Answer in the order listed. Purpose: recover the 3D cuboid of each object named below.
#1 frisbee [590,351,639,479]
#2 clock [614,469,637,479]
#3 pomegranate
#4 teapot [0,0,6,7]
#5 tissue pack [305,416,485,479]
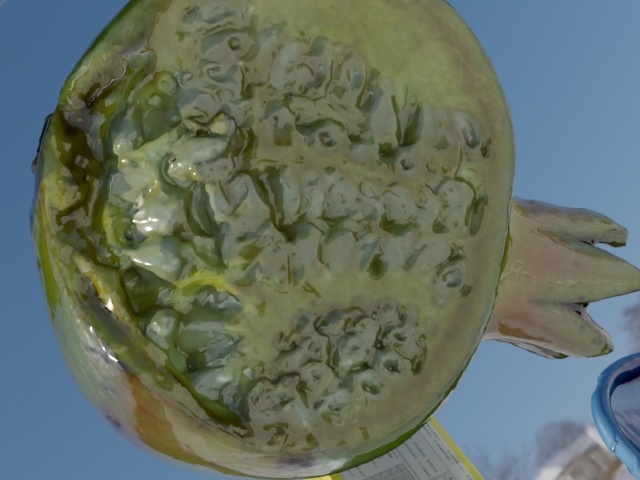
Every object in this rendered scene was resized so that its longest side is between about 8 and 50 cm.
[{"bbox_3d":[0.320,0.164,0.961,0.242,0.242,0.045,-21,-47,-50],"label":"frisbee"},{"bbox_3d":[0.344,0.280,1.068,0.230,0.230,0.083,-28,-18,-42],"label":"clock"},{"bbox_3d":[0.000,0.000,0.756,0.216,0.358,0.310,148,135,-62],"label":"pomegranate"},{"bbox_3d":[-0.294,-0.234,0.861,0.312,0.233,0.315,-40,6,40],"label":"teapot"},{"bbox_3d":[0.065,0.190,0.810,0.095,0.176,0.062,-18,-40,-30],"label":"tissue pack"}]
